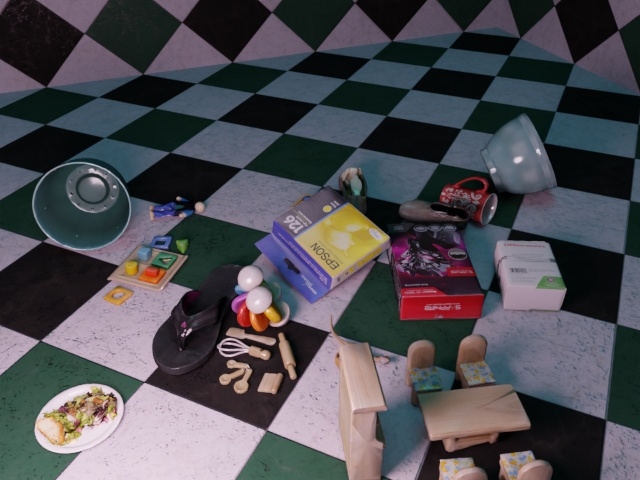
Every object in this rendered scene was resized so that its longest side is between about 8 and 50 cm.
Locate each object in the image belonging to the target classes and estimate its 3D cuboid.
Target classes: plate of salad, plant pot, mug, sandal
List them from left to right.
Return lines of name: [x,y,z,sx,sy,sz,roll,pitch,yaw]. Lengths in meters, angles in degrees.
plate of salad: [-0.567,0.407,1.425,0.200,0.048,0.199,-1,35,1]
plant pot: [-0.771,-0.142,2.018,0.293,0.292,0.235,-8,21,-9]
sandal: [-0.331,0.184,1.680,0.168,0.107,0.445,9,36,13]
mug: [0.516,-0.148,2.104,0.169,0.150,0.113,22,3,36]
plant pot: [0.701,-0.288,2.202,0.196,0.293,0.293,-23,33,15]

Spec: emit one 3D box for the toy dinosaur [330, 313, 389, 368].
toy dinosaur: [0.077,0.284,1.584,0.212,0.064,0.112,29,26,23]

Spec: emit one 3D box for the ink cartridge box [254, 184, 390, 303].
ink cartridge box: [0.000,0.000,1.863,0.307,0.072,0.303,-33,56,-20]

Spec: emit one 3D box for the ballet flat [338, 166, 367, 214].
ballet flat: [0.125,-0.204,2.213,0.108,0.106,0.316,-4,35,-4]

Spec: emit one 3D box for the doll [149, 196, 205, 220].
doll: [-0.506,-0.114,2.158,0.189,0.046,0.129,-7,37,-8]

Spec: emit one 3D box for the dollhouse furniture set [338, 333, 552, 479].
dollhouse furniture set: [0.245,0.353,1.300,0.395,0.256,0.362,-5,36,-5]

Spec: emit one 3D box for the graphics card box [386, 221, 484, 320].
graphics card box: [0.330,0.082,1.819,0.233,0.094,0.370,-2,34,0]

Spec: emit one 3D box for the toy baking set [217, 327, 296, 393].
toy baking set: [-0.168,0.299,1.580,0.197,0.030,0.256,-7,36,-8]

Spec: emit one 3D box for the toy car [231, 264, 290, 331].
toy car: [-0.178,0.170,1.672,0.136,0.159,0.182,-34,50,8]

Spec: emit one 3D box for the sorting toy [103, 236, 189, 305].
sorting toy: [-0.538,0.075,1.891,0.196,0.047,0.347,9,37,14]

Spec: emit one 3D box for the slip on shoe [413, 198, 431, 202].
slip on shoe: [0.377,-0.120,2.144,0.052,0.041,0.135,-20,40,-24]

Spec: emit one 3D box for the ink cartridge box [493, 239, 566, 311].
ink cartridge box: [0.608,0.100,1.784,0.160,0.092,0.219,3,35,5]

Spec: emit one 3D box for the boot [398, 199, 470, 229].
boot: [0.374,-0.102,2.009,0.247,0.161,0.083,12,82,16]

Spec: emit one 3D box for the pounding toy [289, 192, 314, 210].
pounding toy: [-0.032,-0.098,2.074,0.130,0.100,0.141,18,40,24]
